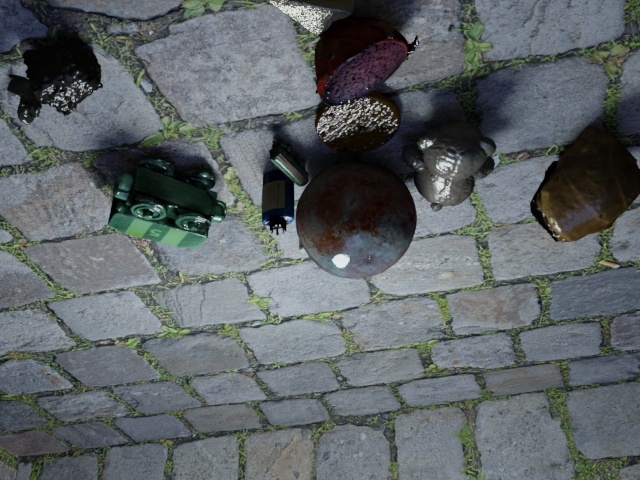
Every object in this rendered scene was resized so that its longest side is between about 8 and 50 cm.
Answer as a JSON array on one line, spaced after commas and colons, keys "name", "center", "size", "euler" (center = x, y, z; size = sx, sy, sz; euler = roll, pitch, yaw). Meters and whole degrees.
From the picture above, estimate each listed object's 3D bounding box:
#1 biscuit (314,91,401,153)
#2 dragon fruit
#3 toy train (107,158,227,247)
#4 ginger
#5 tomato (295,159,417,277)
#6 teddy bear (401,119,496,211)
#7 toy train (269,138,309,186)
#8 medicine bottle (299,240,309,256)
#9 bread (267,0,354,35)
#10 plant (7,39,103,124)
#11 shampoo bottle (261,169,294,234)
[{"name": "biscuit", "center": [0.090, -0.287, 1.963], "size": [0.212, 0.036, 0.212], "euler": [-2, 146, -2]}, {"name": "dragon fruit", "center": [0.063, -0.406, 1.717], "size": [0.224, 0.148, 0.218], "euler": [-43, 160, 33]}, {"name": "toy train", "center": [-0.404, -0.096, 2.130], "size": [0.298, 0.167, 0.238], "euler": [17, 152, -23]}, {"name": "ginger", "center": [0.677, -0.135, 2.018], "size": [0.200, 0.269, 0.223], "euler": [38, 145, -5]}, {"name": "tomato", "center": [0.089, -0.054, 2.108], "size": [0.316, 0.283, 0.317], "euler": [-8, 138, -7]}, {"name": "teddy bear", "center": [0.317, -0.194, 2.009], "size": [0.235, 0.151, 0.267], "euler": [5, 144, 2]}, {"name": "toy train", "center": [-0.079, -0.200, 2.055], "size": [0.038, 0.071, 0.148], "euler": [-19, 142, 25]}, {"name": "medicine bottle", "center": [0.000, 0.000, 2.371], "size": [0.074, 0.055, 0.118], "euler": [27, 136, -34]}, {"name": "bread", "center": [-0.022, -0.490, 1.616], "size": [0.152, 0.077, 0.105], "euler": [25, 142, -39]}, {"name": "plant", "center": [-0.582, -0.343, 1.756], "size": [0.203, 0.143, 0.131], "euler": [-16, 160, 12]}, {"name": "shampoo bottle", "center": [-0.110, -0.098, 2.105], "size": [0.087, 0.183, 0.050], "euler": [-7, 147, 9]}]
